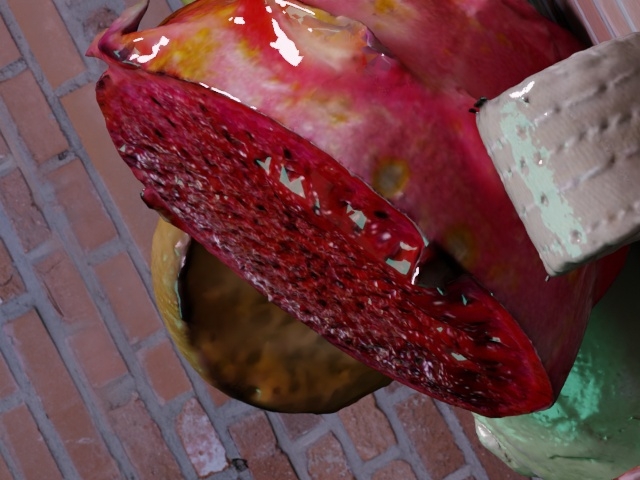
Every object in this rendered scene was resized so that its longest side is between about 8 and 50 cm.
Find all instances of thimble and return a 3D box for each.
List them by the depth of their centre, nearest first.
[{"bbox_3d":[0.131,-0.042,0.838,0.090,0.102,0.115,63,177,6],"label":"thimble"}]

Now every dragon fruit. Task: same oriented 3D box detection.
[{"bbox_3d":[0.047,-0.066,1.200,0.386,0.249,0.371,44,161,-23],"label":"dragon fruit"}]

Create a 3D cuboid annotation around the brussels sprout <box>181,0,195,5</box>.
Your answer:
[{"bbox_3d":[-0.020,-0.272,1.412,0.274,0.242,0.316,60,-171,8],"label":"brussels sprout"}]

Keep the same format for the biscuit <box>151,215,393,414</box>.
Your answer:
[{"bbox_3d":[0.000,0.000,1.469,0.102,0.296,0.296,42,166,53],"label":"biscuit"}]

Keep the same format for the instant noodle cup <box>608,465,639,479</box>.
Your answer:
[{"bbox_3d":[0.172,0.202,0.543,0.250,0.250,0.192,61,175,-16],"label":"instant noodle cup"}]

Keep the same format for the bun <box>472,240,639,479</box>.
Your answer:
[{"bbox_3d":[0.200,0.095,1.439,0.293,0.187,0.293,-25,-90,-89],"label":"bun"}]
